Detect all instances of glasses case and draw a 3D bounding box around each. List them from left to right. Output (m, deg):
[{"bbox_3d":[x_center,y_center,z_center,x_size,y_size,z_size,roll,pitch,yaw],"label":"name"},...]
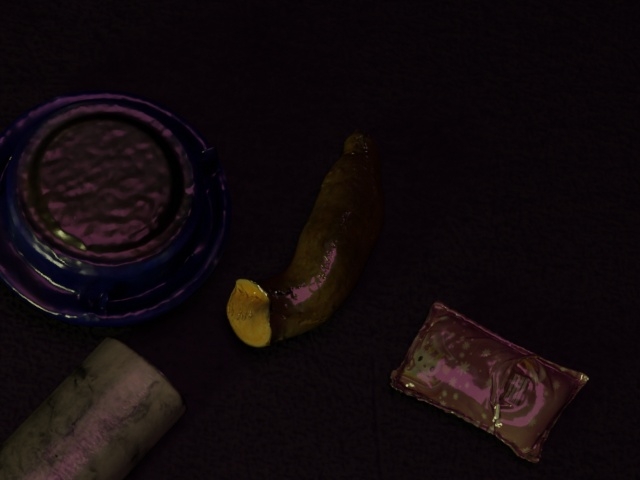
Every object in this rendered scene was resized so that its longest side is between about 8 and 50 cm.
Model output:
[{"bbox_3d":[-0.265,0.231,1.826,0.114,0.060,0.299,39,65,9],"label":"glasses case"}]

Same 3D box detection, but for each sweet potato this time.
[{"bbox_3d":[0.001,-0.003,1.972,0.112,0.085,0.286,25,63,5],"label":"sweet potato"}]

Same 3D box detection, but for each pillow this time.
[{"bbox_3d":[0.175,0.149,1.966,0.185,0.043,0.118,29,70,5],"label":"pillow"}]

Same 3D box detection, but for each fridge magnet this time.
[{"bbox_3d":[-0.222,-0.039,1.924,0.265,0.113,0.266,4,65,-8],"label":"fridge magnet"}]
